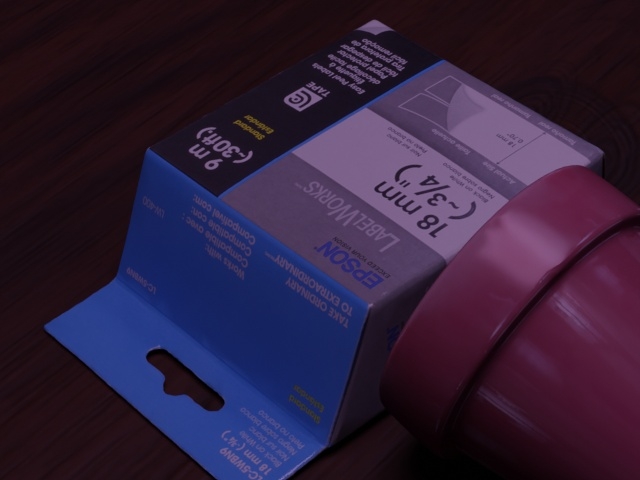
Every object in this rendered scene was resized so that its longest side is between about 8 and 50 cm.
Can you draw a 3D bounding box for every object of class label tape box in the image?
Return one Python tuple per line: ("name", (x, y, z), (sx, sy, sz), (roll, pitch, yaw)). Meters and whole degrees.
("label tape box", (0.000, 0.000, 1.244), (0.333, 0.106, 0.240), (-33, 48, -28))

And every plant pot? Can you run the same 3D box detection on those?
("plant pot", (0.166, 0.085, 1.085), (0.180, 0.201, 0.201), (41, 58, 20))
